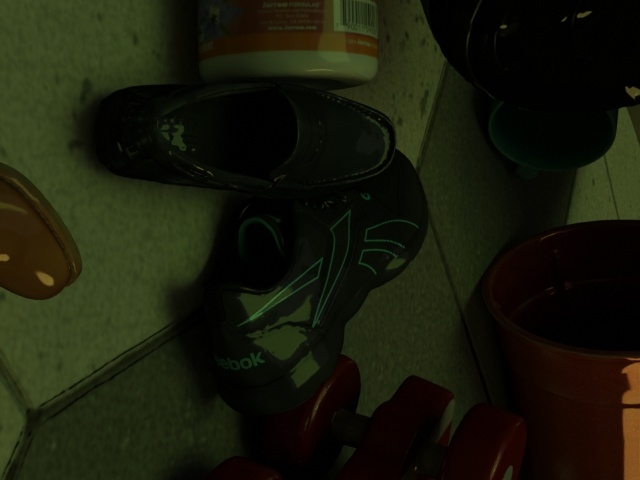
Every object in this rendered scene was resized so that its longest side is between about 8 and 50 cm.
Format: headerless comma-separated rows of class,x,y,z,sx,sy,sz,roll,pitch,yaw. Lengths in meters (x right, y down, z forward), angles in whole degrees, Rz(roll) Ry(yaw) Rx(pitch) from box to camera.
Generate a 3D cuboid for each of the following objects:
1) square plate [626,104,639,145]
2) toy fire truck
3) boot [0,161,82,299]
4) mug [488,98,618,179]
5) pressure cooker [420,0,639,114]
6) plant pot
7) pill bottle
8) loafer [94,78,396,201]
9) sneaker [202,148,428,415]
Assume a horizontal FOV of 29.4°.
square plate,0.389,-0.133,1.286,0.344,0.049,0.347,59,7,-40
toy fire truck,0.022,0.242,0.860,0.302,0.169,0.254,-50,149,-48
boot,-0.203,0.021,0.543,0.197,0.073,0.152,39,54,-39
mug,0.234,-0.144,1.270,0.129,0.158,0.097,35,50,-28
pressure cooker,0.201,-0.349,0.909,0.375,0.370,0.420,40,32,-63
plant pot,0.313,0.155,1.272,0.272,0.272,0.265,-47,136,-50
pill bottle,-0.024,-0.211,0.809,0.121,0.121,0.216,-2,91,-60
loafer,-0.032,-0.062,0.769,0.223,0.078,0.076,-1,93,-39
sneaker,0.000,0.000,0.867,0.267,0.101,0.106,-58,135,-44
